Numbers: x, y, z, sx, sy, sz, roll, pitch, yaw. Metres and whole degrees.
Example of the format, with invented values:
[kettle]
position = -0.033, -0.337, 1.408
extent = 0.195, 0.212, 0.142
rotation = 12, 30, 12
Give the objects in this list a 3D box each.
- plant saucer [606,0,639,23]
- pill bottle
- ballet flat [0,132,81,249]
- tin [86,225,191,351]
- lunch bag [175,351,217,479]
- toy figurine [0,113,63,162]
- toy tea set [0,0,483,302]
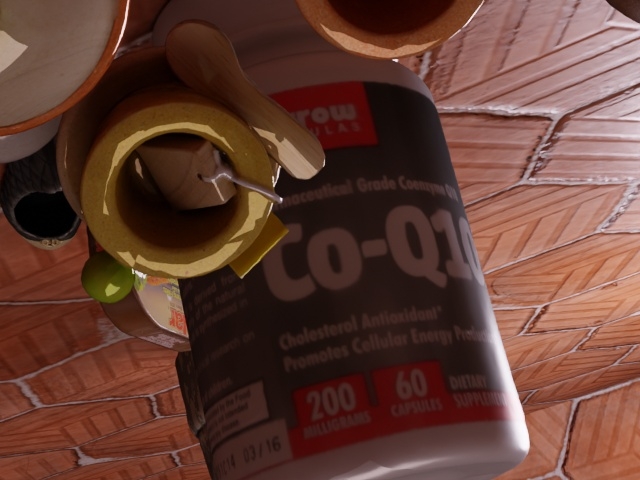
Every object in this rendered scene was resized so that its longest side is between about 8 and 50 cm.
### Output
[plant saucer]
position = 0.273, -0.173, 0.777
extent = 0.198, 0.036, 0.198
rotation = -12, 162, -4
[pill bottle]
position = 0.000, 0.000, 0.687
extent = 0.161, 0.283, 0.161
rotation = -12, 162, -4
[ballet flat]
position = -0.185, -0.025, 0.854
extent = 0.057, 0.049, 0.173
rotation = -9, 162, -14
[tin]
position = -0.122, 0.028, 0.971
extent = 0.040, 0.106, 0.189
rotation = -18, 161, 13
[lunch bag]
position = -0.008, 0.179, 1.275
extent = 0.212, 0.256, 0.305
rotation = -7, 161, -21
[toy figurine]
position = -0.224, -0.068, 0.533
extent = 0.209, 0.148, 0.213
rotation = -3, 160, -32
[toy tea set]
position = -0.007, -0.119, 0.394
extent = 0.200, 0.124, 0.336
rotation = 38, 103, -25
